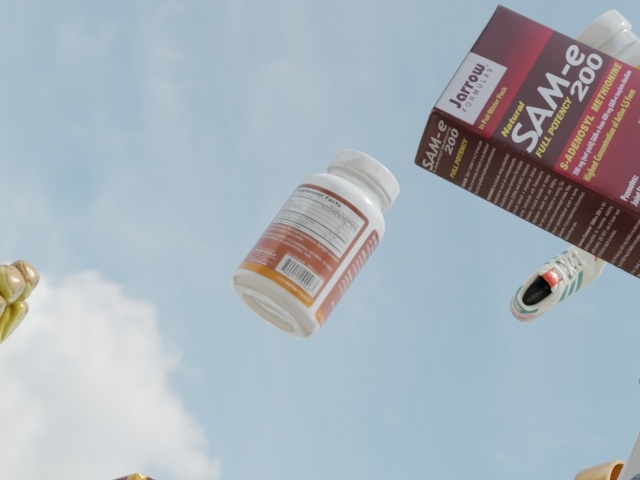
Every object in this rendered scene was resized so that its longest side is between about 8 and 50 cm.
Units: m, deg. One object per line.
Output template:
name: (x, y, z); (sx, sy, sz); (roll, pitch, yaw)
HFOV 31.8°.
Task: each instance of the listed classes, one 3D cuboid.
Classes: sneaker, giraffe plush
sneaker: (0.321, 0.049, 1.495); (0.057, 0.161, 0.075); (53, 1, 13)
giraffe plush: (-0.562, 0.097, 1.727); (0.170, 0.181, 0.210); (31, -76, 4)

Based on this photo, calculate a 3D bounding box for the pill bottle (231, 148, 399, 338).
pill bottle: (0.000, 0.000, 1.336); (0.121, 0.216, 0.121); (31, -21, 13)

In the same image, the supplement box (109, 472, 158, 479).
supplement box: (-0.170, 0.249, 0.841); (0.081, 0.104, 0.188); (31, -38, -34)

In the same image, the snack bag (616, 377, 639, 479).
snack bag: (0.389, 0.209, 0.892); (0.323, 0.037, 0.342); (37, -46, 36)

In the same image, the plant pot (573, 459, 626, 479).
plant pot: (0.347, 0.420, 1.528); (0.188, 0.205, 0.205); (-22, -67, 29)

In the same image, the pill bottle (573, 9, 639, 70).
pill bottle: (0.305, -0.120, 1.023); (0.184, 0.103, 0.103); (49, -41, 13)

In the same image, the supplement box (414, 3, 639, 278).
supplement box: (0.207, -0.066, 0.837); (0.239, 0.130, 0.073); (27, -31, 10)
